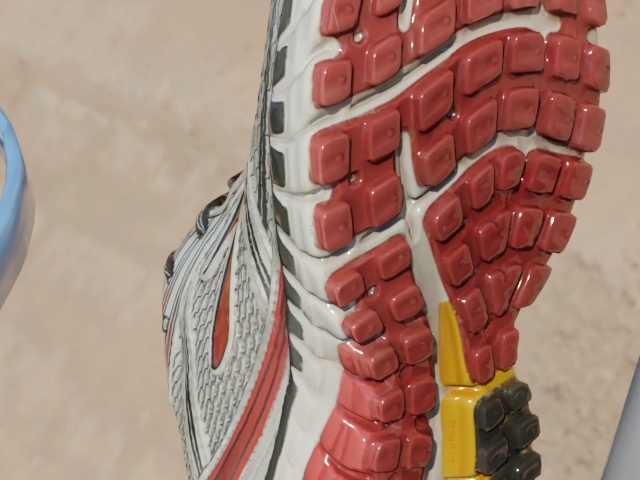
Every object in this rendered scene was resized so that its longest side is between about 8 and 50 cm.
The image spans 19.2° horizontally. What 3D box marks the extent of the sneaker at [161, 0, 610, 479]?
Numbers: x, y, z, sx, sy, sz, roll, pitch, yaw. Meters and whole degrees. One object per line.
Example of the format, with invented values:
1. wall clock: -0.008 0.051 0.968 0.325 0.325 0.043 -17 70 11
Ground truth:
1. sneaker: 0.000 0.000 0.438 0.093 0.088 0.225 29 120 41

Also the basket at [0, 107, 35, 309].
1. basket: -0.225 0.061 0.404 0.255 0.201 0.289 15 69 10

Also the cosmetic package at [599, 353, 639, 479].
1. cosmetic package: 0.166 0.051 0.234 0.453 0.161 0.230 93 154 -55
